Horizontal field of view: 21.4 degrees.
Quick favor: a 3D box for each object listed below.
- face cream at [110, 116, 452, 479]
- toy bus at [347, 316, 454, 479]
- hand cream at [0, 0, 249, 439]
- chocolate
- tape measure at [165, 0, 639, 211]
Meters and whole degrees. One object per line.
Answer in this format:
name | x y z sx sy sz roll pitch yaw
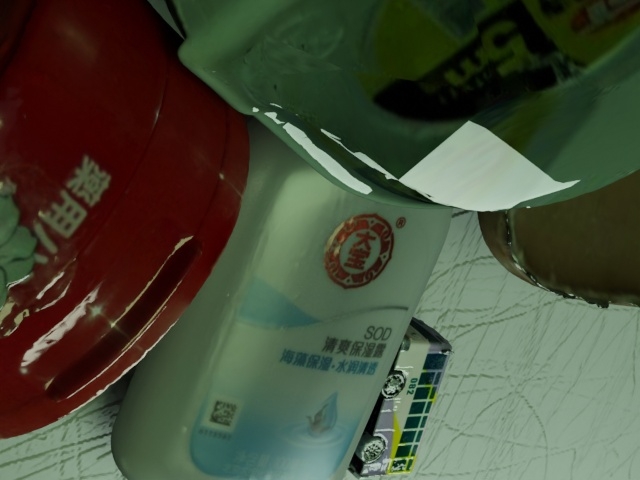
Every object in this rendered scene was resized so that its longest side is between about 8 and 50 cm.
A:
face cream | 0.000 0.000 0.990 0.163 0.080 0.337 14 105 -37
toy bus | 0.044 0.098 1.088 0.058 0.052 0.102 2 113 -37
hand cream | -0.160 -0.037 0.773 0.230 0.230 0.149 -48 126 -5
chocolate | 0.190 -0.034 1.103 0.261 0.083 0.161 16 86 -39
tape measure | 0.076 -0.133 0.805 0.259 0.138 0.262 -33 135 14
